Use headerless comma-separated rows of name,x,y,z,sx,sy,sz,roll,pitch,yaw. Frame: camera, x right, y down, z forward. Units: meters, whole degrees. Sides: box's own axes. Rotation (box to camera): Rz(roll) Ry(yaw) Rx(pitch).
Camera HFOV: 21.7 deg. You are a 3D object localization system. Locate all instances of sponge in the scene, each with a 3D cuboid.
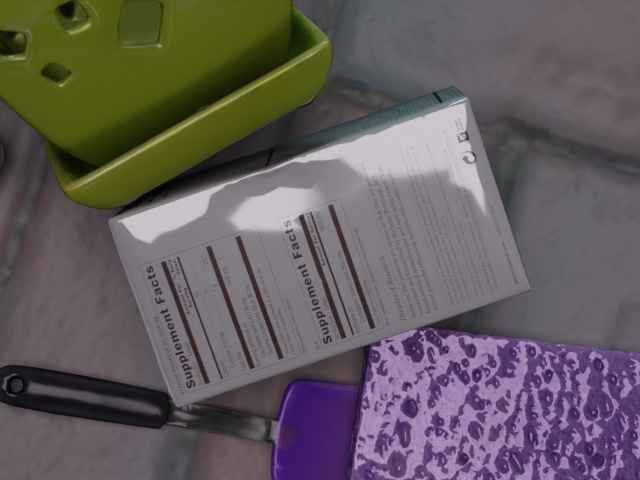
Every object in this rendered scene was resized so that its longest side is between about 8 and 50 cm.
sponge,0.130,0.125,1.169,0.210,0.031,0.117,8,86,-3

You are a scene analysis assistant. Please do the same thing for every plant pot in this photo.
plant pot,-0.129,-0.163,1.103,0.228,0.227,0.207,-30,114,-3

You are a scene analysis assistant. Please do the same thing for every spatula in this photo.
spatula,-0.087,0.126,1.181,0.296,0.030,0.084,9,86,2

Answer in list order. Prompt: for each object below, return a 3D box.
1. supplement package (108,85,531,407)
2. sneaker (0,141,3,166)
supplement package,0.000,0.000,1.120,0.244,0.139,0.134,-19,98,4
sneaker,-0.321,-0.125,1.183,0.086,0.085,0.237,-37,84,-7
